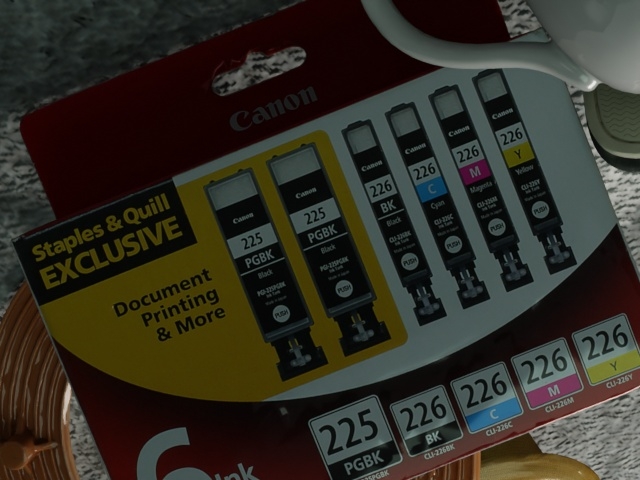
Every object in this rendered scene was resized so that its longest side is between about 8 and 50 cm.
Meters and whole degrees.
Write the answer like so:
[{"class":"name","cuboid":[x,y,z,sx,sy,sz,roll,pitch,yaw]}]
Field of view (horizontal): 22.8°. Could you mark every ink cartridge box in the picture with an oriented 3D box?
[{"class":"ink cartridge box","cuboid":[0.000,0.000,0.903,0.309,0.130,0.272,-22,93,2]}]

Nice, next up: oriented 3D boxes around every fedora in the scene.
[{"class":"fedora","cuboid":[0.125,0.202,1.239,0.194,0.079,0.194,-6,138,-5]}]

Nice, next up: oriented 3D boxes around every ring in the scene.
[{"class":"ring","cuboid":[-0.065,0.135,1.032,0.336,0.032,0.337,4,106,13]}]

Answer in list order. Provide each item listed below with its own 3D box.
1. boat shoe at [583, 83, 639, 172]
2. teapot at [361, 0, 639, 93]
[{"class":"boat shoe","cuboid":[0.199,-0.118,0.889,0.084,0.233,0.079,4,139,19]},{"class":"teapot","cuboid":[0.164,-0.201,0.734,0.256,0.187,0.252,-36,170,-28]}]
